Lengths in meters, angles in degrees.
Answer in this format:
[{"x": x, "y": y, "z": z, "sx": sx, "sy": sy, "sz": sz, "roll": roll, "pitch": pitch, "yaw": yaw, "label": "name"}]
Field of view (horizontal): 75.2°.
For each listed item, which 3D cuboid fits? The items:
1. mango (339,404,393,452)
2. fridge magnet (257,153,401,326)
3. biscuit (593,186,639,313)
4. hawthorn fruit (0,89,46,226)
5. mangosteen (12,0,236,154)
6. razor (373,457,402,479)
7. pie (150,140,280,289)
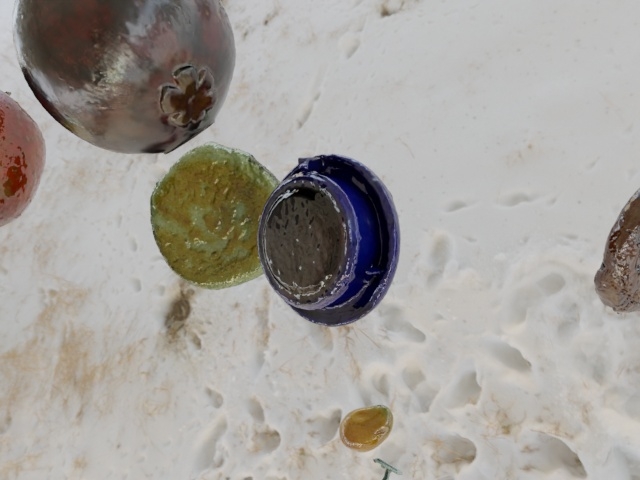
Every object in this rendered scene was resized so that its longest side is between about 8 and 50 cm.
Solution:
[{"x": 0.131, "y": 0.526, "z": 1.162, "sx": 0.164, "sy": 0.089, "sz": 0.115, "roll": -19, "pitch": 86, "yaw": 12, "label": "mango"}, {"x": 0.000, "y": 0.000, "z": 0.637, "sx": 0.265, "sy": 0.112, "sz": 0.266, "roll": 1, "pitch": 92, "yaw": 42, "label": "fridge magnet"}, {"x": 0.411, "y": 0.006, "z": 0.508, "sx": 0.192, "sy": 0.192, "sz": 0.049, "roll": -50, "pitch": 40, "yaw": 0, "label": "biscuit"}, {"x": -0.619, "y": -0.153, "z": 0.709, "sx": 0.275, "sy": 0.275, "sz": 0.300, "roll": -4, "pitch": 58, "yaw": 33, "label": "hawthorn fruit"}, {"x": -0.272, "y": -0.273, "z": 0.599, "sx": 0.310, "sy": 0.311, "sz": 0.312, "roll": -17, "pitch": 56, "yaw": 26, "label": "mangosteen"}, {"x": 0.117, "y": 0.650, "z": 1.032, "sx": 0.211, "sy": 0.036, "sz": 0.084, "roll": -46, "pitch": 22, "yaw": -27, "label": "razor"}, {"x": -0.212, "y": -0.046, "z": 0.877, "sx": 0.322, "sy": 0.070, "sz": 0.324, "roll": 0, "pitch": 92, "yaw": 7, "label": "pie"}]
